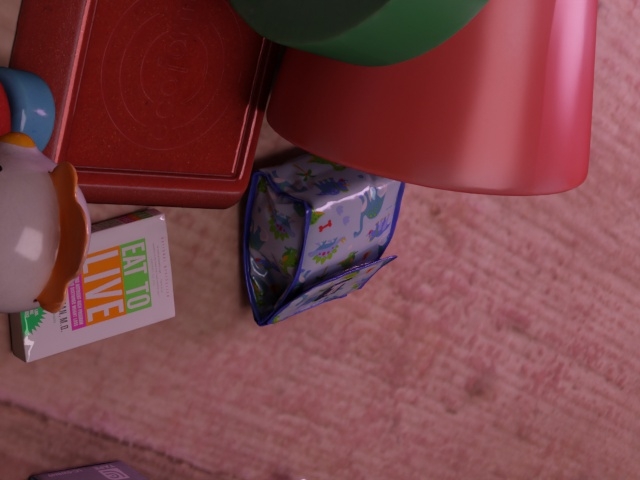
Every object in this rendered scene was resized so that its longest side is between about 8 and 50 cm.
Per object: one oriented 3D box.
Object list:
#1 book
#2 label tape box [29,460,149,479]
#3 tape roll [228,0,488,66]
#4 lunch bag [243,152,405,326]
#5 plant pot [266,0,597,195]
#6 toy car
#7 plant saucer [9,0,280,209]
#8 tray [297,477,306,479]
[{"bbox_3d":[-0.193,0.035,1.423,0.144,0.035,0.096,-18,117,-34],"label":"book"},{"bbox_3d":[-0.131,0.362,1.408,0.106,0.334,0.240,-2,110,-42],"label":"label tape box"},{"bbox_3d":[0.039,-0.293,1.266,0.077,0.321,0.321,12,100,-40],"label":"tape roll"},{"bbox_3d":[0.000,0.000,1.545,0.129,0.096,0.151,-20,135,-39],"label":"lunch bag"},{"bbox_3d":[0.110,-0.191,1.404,0.275,0.275,0.243,-4,112,-42],"label":"plant pot"},{"bbox_3d":[-0.232,-0.034,1.172,0.219,0.238,0.210,3,95,-52],"label":"toy car"},{"bbox_3d":[-0.128,-0.146,1.387,0.259,0.048,0.258,2,107,-43],"label":"plant saucer"},{"bbox_3d":[-0.044,0.369,1.711,0.145,0.030,0.270,-36,129,-27],"label":"tray"}]
